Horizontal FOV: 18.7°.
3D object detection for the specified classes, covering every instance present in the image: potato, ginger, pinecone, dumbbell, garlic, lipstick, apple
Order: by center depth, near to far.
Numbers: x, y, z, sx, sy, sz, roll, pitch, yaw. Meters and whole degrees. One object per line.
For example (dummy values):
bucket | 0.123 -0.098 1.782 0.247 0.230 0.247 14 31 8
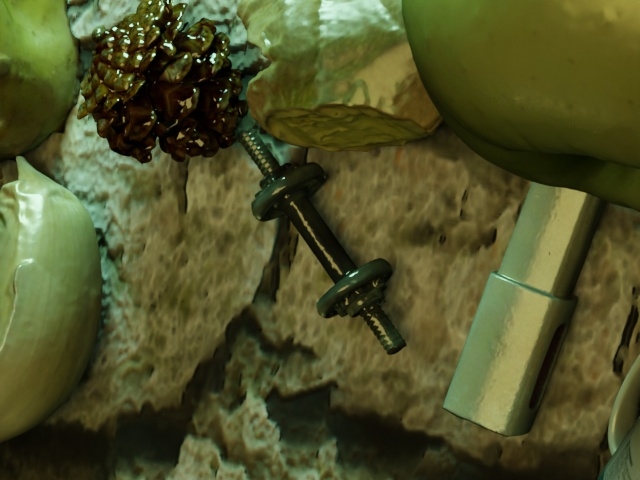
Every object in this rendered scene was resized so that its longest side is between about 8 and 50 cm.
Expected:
apple | 0.290 -0.228 1.500 0.473 0.473 0.474 0 91 23
lipstick | 0.190 0.044 1.735 0.077 0.079 0.253 22 98 22
ginger | 0.051 -0.190 1.767 0.275 0.130 0.221 10 84 24
dumbbell | 0.000 0.000 1.812 0.081 0.081 0.254 -40 76 19
pinecone | -0.146 -0.144 1.834 0.173 0.173 0.174 0 91 23
garlic | -0.365 0.080 1.884 0.313 0.286 0.249 -41 34 20
potato | -0.418 -0.206 1.899 0.288 0.237 0.301 -4 90 23

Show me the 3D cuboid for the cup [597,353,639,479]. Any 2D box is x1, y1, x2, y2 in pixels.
cup | 0.329 0.201 1.605 0.258 0.219 0.290 -61 34 33
